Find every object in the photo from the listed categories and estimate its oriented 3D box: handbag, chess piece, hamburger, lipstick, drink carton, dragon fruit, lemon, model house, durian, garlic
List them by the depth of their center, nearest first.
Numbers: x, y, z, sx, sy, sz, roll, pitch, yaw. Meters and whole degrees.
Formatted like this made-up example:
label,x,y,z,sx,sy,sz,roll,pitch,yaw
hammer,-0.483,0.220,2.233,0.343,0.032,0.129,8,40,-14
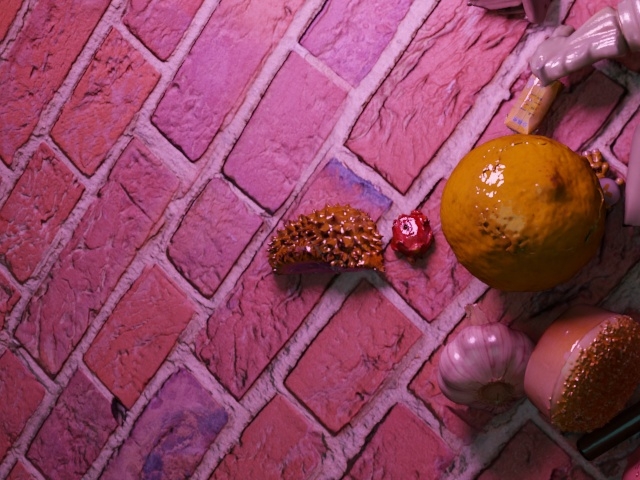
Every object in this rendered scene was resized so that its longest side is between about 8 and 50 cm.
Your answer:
label,x,y,z,sx,sy,sz,roll,pitch,yaw
handbag,0.778,-0.104,1.757,0.241,0.109,0.315,3,97,24
hamburger,0.577,0.276,1.764,0.170,0.302,0.302,31,105,39
chess piece,0.602,-0.439,1.784,0.298,0.176,0.175,-17,86,25
lemon,0.432,-0.054,1.787,0.350,0.387,0.349,4,70,-11
lipstick,0.729,0.380,1.824,0.357,0.057,0.057,-41,77,20
model house,0.435,-0.614,1.878,0.188,0.122,0.229,10,82,36
drink carton,0.479,-0.291,1.894,0.084,0.074,0.200,33,103,19
garlic,0.381,0.257,1.921,0.245,0.245,0.253,-29,44,22
dragon fruit,0.221,-0.013,2.024,0.112,0.068,0.126,37,105,18
durian,0.000,0.000,2.097,0.341,0.112,0.191,-1,94,26

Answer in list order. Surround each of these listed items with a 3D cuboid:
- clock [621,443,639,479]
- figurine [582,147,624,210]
label,x,y,z,sx,sy,sz,roll,pitch,yaw
clock,0.742,0.491,1.719,0.227,0.241,0.142,-25,80,28
figurine,0.631,-0.136,1.842,0.101,0.068,0.143,11,80,16
